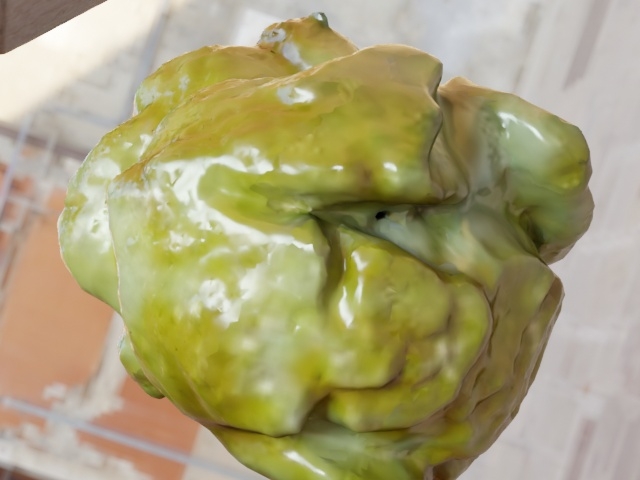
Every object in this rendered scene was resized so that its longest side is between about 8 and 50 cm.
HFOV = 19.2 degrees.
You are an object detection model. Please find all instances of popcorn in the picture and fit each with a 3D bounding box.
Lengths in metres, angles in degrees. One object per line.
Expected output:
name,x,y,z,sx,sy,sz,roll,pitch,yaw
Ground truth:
popcorn,-0.006,0.002,0.961,0.225,0.276,0.276,-60,1,-7

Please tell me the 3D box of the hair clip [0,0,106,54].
hair clip,-0.267,-0.127,1.123,0.331,0.101,0.085,-31,-35,-39
